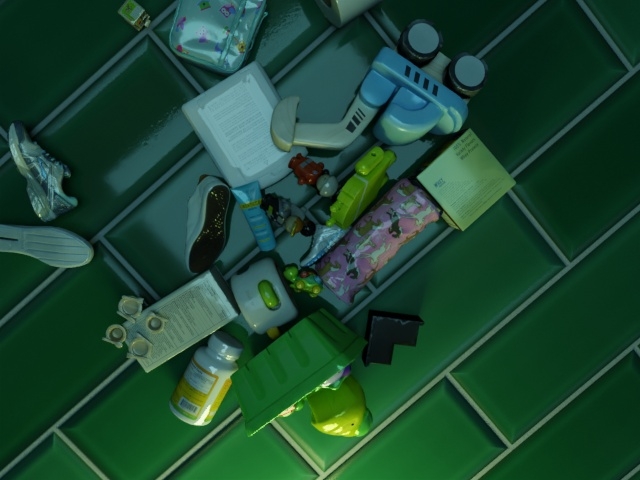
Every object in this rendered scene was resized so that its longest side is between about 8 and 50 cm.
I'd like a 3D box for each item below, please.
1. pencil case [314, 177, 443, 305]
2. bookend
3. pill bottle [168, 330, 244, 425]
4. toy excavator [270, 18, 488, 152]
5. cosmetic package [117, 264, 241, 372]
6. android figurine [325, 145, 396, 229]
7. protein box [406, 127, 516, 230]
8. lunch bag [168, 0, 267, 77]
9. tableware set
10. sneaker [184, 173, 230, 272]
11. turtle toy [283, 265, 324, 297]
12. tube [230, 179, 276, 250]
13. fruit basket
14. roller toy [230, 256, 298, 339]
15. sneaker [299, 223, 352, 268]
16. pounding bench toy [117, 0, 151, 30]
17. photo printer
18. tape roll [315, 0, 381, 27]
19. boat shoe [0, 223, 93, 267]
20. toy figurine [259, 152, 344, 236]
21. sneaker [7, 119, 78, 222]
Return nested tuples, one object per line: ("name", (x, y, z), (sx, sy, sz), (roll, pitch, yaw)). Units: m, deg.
("pencil case", (0.156, 0.006, 1.432), (0.386, 0.160, 0.167), (-44, 109, 4))
("bookend", (0.214, 0.298, 1.516), (0.157, 0.072, 0.156), (7, 97, -4))
("pill bottle", (-0.322, 0.391, 1.468), (0.136, 0.136, 0.246), (29, 94, -5))
("toy excavator", (0.146, -0.345, 1.326), (0.432, 0.222, 0.445), (32, 80, -4))
("cosmetic package", (-0.398, 0.220, 1.459), (0.309, 0.113, 0.160), (-31, 96, 0))
("android figurine", (0.107, -0.134, 1.377), (0.056, 0.248, 0.273), (36, 58, 15))
("protein box", (0.393, -0.172, 1.443), (0.200, 0.136, 0.201), (-43, 97, 3))
("lunch bag", (-0.269, -0.601, 1.380), (0.223, 0.108, 0.279), (20, 95, -4))
("tableware set", (-0.508, 0.240, 1.392), (0.141, 0.020, 0.169), (28, 93, -4))
("sneaker", (-0.333, -0.051, 1.456), (0.105, 0.123, 0.290), (3, 117, -40))
("turtle toy", (-0.048, 0.118, 1.482), (0.130, 0.095, 0.066), (19, 75, -4))
("tube", (-0.179, -0.068, 1.432), (0.080, 0.052, 0.207), (-18, 119, 2))
("fruit basket", (-0.009, 0.421, 1.415), (0.391, 0.283, 0.393), (1, 93, 18))
("roller toy", (-0.161, 0.158, 1.426), (0.146, 0.191, 0.209), (-26, 135, -1))
("sneaker", (0.000, 0.000, 1.484), (0.190, 0.071, 0.083), (-45, 89, -5))
("pounding bench toy", (-0.495, -0.606, 1.390), (0.083, 0.065, 0.052), (39, 92, -6))
("photo printer", (-0.198, -0.298, 1.416), (0.256, 0.107, 0.308), (-32, 97, 2))
("tape roll", (0.061, -0.708, 1.317), (0.169, 0.246, 0.246), (-32, 97, 2))
("boat shoe", (-0.779, -0.001, 1.425), (0.302, 0.094, 0.109), (13, 101, -3))
("toy figurine", (-0.040, -0.111, 1.389), (0.148, 0.213, 0.210), (38, 93, 11))
("sneaker", (-0.768, -0.201, 1.417), (0.122, 0.110, 0.283), (-22, 100, -18))
